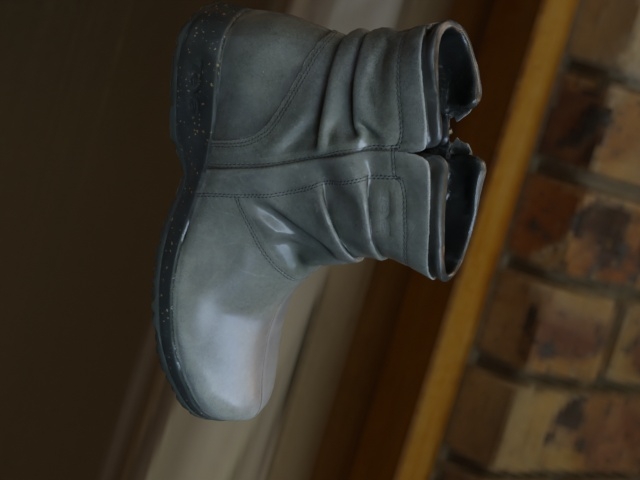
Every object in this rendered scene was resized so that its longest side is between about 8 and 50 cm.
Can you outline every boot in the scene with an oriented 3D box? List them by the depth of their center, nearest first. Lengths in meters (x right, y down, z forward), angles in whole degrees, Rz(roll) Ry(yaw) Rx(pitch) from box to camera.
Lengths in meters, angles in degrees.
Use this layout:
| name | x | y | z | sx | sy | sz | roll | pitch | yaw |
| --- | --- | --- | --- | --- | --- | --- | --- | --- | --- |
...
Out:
| name | x | y | z | sx | sy | sz | roll | pitch | yaw |
| --- | --- | --- | --- | --- | --- | --- | --- | --- | --- |
| boot | 0.000 | 0.000 | 0.828 | 0.161 | 0.247 | 0.083 | 14 | -157 | 28 |
